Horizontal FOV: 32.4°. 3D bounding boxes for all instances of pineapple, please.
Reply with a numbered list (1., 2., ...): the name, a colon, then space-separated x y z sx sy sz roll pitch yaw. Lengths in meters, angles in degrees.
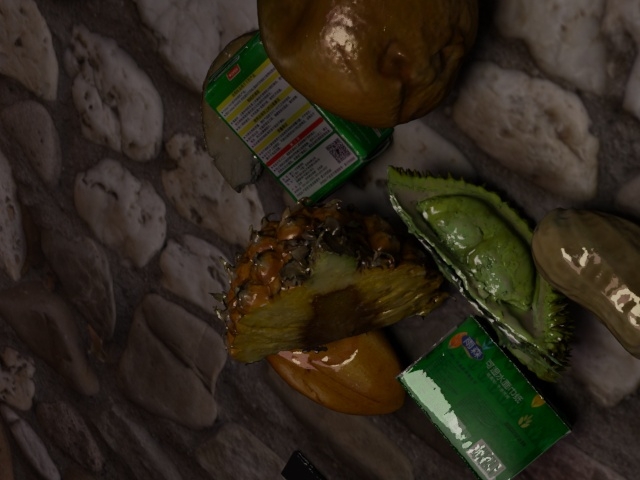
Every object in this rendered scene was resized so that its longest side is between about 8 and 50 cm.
1. pineapple: 0.000 -0.002 1.527 0.286 0.344 0.209 82 172 -59

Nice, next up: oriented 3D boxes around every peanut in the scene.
1. peanut: 0.389 0.063 1.361 0.290 0.130 0.130 44 130 12

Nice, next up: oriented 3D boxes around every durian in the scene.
1. durian: 0.208 0.043 1.469 0.352 0.169 0.158 51 131 10

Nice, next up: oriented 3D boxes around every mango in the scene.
1. mango: 0.024 0.174 1.702 0.187 0.138 0.257 -44 79 20

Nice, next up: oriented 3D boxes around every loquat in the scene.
1. loquat: 0.060 -0.287 1.407 0.284 0.276 0.276 32 127 46

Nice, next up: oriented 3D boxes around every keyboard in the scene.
1. keyboard: 0.012 0.451 1.906 0.196 0.015 0.074 43 133 18

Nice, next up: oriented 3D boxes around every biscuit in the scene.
1. biscuit: -0.135 -0.212 1.736 0.141 0.038 0.290 30 125 27

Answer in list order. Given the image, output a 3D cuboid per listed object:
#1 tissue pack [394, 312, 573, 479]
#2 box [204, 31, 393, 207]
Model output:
1. tissue pack: 0.234 0.230 1.557 0.148 0.156 0.209 -42 76 5
2. box: -0.035 -0.181 1.596 0.250 0.103 0.180 49 133 -7
